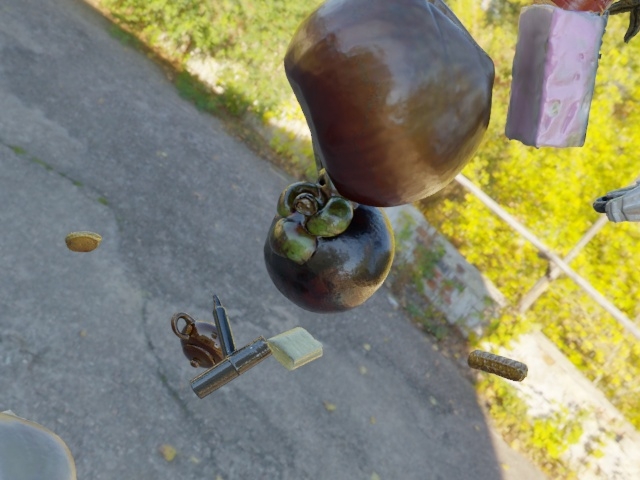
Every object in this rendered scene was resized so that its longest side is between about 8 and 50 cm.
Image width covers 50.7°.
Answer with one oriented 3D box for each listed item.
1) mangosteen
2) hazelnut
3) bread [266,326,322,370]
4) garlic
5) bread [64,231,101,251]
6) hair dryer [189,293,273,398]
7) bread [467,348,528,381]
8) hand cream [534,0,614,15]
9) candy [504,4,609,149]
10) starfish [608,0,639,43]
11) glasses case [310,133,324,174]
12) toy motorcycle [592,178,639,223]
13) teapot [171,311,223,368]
[{"bbox_3d":[0.014,0.009,1.447,0.311,0.311,0.311,34,19,-13],"label":"mangosteen"},{"bbox_3d":[0.125,-0.266,1.234,0.359,0.359,0.409,-118,-174,-50],"label":"hazelnut"},{"bbox_3d":[-0.085,0.354,2.236,0.139,0.060,0.178,39,27,21],"label":"bread"},{"bbox_3d":[-0.513,0.404,1.049,0.231,0.246,0.340,-8,4,-10],"label":"garlic"},{"bbox_3d":[-0.702,0.004,1.997,0.110,0.110,0.024,18,53,-46],"label":"bread"},{"bbox_3d":[-0.214,0.205,1.391,0.195,0.173,0.050,53,-9,35],"label":"hair dryer"},{"bbox_3d":[0.437,0.308,1.667,0.157,0.052,0.044,12,-10,41],"label":"bread"},{"bbox_3d":[0.543,-0.552,1.463,0.193,0.125,0.193,32,20,-13],"label":"hand cream"},{"bbox_3d":[0.444,-0.311,1.298,0.115,0.265,0.155,-1,18,-13],"label":"candy"},{"bbox_3d":[0.726,-0.558,1.596,0.176,0.053,0.208,40,-8,-11],"label":"starfish"},{"bbox_3d":[0.039,-0.328,1.710,0.156,0.425,0.098,-26,28,-35],"label":"glasses case"},{"bbox_3d":[0.724,-0.097,1.326,0.223,0.340,0.108,-59,135,-79],"label":"toy motorcycle"},{"bbox_3d":[-0.373,0.321,2.082,0.252,0.178,0.135,50,44,-27],"label":"teapot"}]
